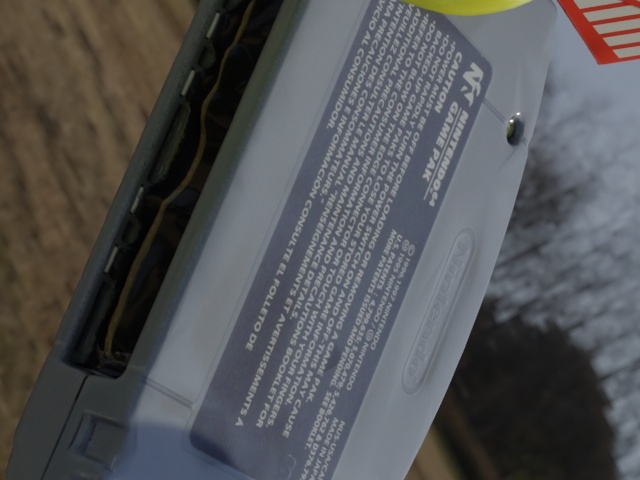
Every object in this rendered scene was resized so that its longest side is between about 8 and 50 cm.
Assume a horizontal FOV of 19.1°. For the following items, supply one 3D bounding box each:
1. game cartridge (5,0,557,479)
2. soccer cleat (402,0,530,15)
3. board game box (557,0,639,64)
[{"bbox_3d":[0.000,0.000,0.758,0.060,0.294,0.196,13,-15,40],"label":"game cartridge"},{"bbox_3d":[-0.066,-0.131,0.537,0.289,0.121,0.093,27,41,3],"label":"soccer cleat"},{"bbox_3d":[0.173,-0.131,0.704,0.147,0.193,0.045,42,47,-54],"label":"board game box"}]
